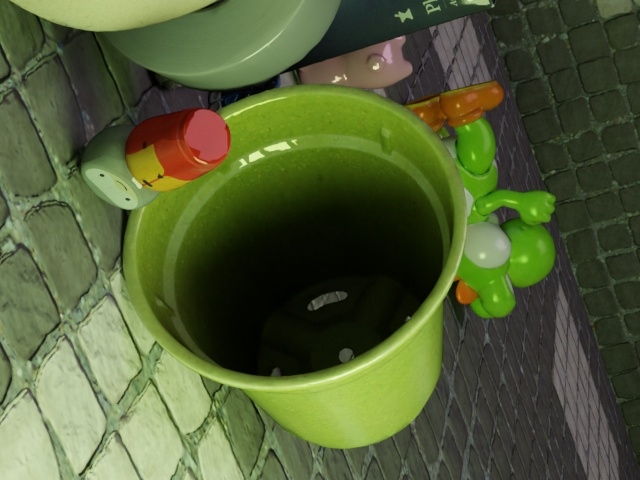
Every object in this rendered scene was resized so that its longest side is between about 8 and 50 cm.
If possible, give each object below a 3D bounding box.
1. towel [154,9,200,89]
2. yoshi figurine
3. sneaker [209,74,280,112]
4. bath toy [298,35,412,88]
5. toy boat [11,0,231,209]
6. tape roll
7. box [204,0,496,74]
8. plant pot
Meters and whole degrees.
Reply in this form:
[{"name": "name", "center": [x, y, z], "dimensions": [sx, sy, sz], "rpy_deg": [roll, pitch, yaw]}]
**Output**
[{"name": "towel", "center": [-0.135, -0.199, 1.304], "dimensions": [0.148, 0.027, 0.110], "rpy_deg": [-28, 101, -72]}, {"name": "yoshi figurine", "center": [0.265, -0.065, 2.154], "dimensions": [0.203, 0.203, 0.362], "rpy_deg": [-36, 113, -78]}, {"name": "sneaker", "center": [-0.069, -0.098, 1.371], "dimensions": [0.083, 0.071, 0.191], "rpy_deg": [61, 29, -53]}, {"name": "bath toy", "center": [0.024, -0.228, 1.661], "dimensions": [0.129, 0.151, 0.348], "rpy_deg": [-24, 103, -34]}, {"name": "toy boat", "center": [-0.155, -0.185, 1.028], "dimensions": [0.267, 0.148, 0.318], "rpy_deg": [-12, 89, -39]}, {"name": "tape roll", "center": [-0.090, -0.238, 1.155], "dimensions": [0.072, 0.219, 0.219], "rpy_deg": [17, 59, -70]}, {"name": "box", "center": [0.006, -0.353, 1.425], "dimensions": [0.183, 0.294, 0.296], "rpy_deg": [-65, 136, -61]}, {"name": "plant pot", "center": [0.001, 0.050, 1.178], "dimensions": [0.254, 0.276, 0.276], "rpy_deg": [68, 14, -58]}]
